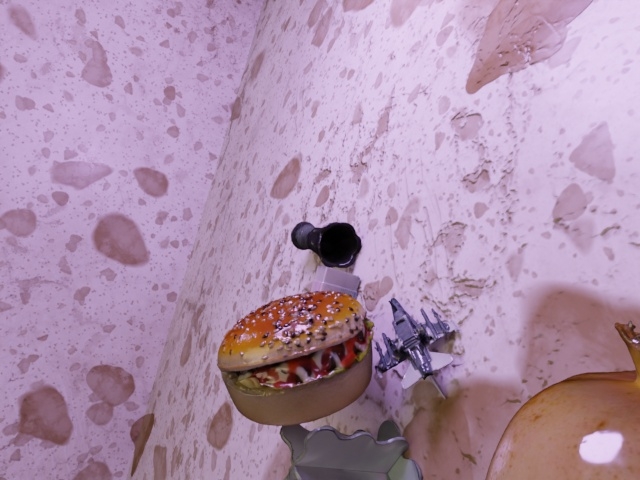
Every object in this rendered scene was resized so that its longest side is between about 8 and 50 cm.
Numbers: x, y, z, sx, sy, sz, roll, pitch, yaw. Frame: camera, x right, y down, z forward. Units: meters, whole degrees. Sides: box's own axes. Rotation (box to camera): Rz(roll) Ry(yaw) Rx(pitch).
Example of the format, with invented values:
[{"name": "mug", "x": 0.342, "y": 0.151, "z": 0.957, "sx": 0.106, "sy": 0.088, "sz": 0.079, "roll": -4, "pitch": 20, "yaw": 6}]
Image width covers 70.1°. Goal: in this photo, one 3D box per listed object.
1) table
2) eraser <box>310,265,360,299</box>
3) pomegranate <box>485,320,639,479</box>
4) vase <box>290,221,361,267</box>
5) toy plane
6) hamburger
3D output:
[{"name": "table", "x": 0.034, "y": 0.368, "z": 0.735, "sx": 0.166, "sy": 0.198, "sz": 0.167, "roll": -39, "pitch": 42, "yaw": 45}, {"name": "eraser", "x": 0.012, "y": 0.176, "z": 1.005, "sx": 0.052, "sy": 0.095, "sz": 0.226, "roll": 3, "pitch": 76, "yaw": 62}, {"name": "pomegranate", "x": 0.262, "y": 0.218, "z": 0.321, "sx": 0.319, "sy": 0.318, "sz": 0.320, "roll": -39, "pitch": 41, "yaw": 46}, {"name": "vase", "x": 0.000, "y": 0.000, "z": 1.141, "sx": 0.237, "sy": 0.115, "sz": 0.116, "roll": 15, "pitch": 86, "yaw": 68}, {"name": "toy plane", "x": 0.149, "y": 0.160, "z": 0.785, "sx": 0.159, "sy": 0.082, "sz": 0.234, "roll": -34, "pitch": 38, "yaw": 10}, {"name": "hamburger", "x": -0.040, "y": 0.190, "z": 0.819, "sx": 0.300, "sy": 0.299, "sz": 0.176, "roll": 0, "pitch": 105, "yaw": 61}]
